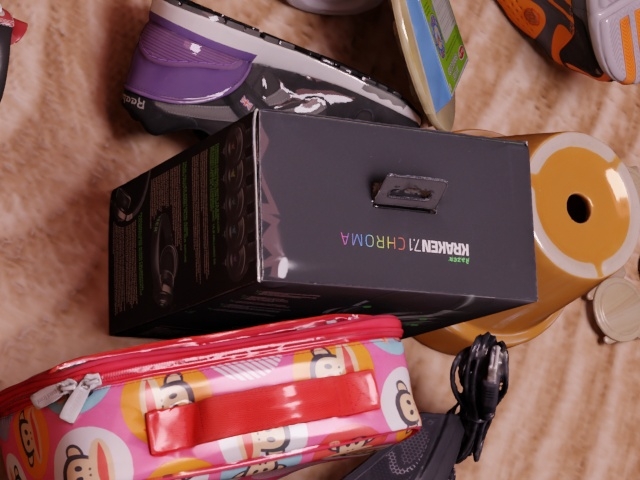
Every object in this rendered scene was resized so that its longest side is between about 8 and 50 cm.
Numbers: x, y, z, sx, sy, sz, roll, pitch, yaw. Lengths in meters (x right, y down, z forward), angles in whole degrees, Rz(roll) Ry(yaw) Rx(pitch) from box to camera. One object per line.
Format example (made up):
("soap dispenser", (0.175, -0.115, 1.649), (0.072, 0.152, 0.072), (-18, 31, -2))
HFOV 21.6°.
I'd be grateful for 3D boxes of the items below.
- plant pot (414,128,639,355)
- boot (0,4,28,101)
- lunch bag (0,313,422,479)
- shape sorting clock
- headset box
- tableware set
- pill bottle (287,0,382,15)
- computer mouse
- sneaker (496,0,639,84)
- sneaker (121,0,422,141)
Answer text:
("plant pot", (0.173, -0.011, 1.480), (0.205, 0.188, 0.205), (7, 75, -29))
("boot", (-0.319, -0.215, 1.304), (0.176, 0.088, 0.244), (-6, 90, -32))
("lunch bag", (-0.080, 0.132, 1.249), (0.293, 0.258, 0.120), (-8, 82, -25))
("shape sorting clock", (0.088, -0.196, 1.500), (0.206, 0.040, 0.206), (-15, 90, -74))
("headset box", (0.000, 0.000, 1.322), (0.246, 0.283, 0.131), (5, 76, -29))
("tableware set", (0.294, 0.013, 1.645), (0.141, 0.020, 0.168), (-29, 92, -33))
("pill bottle", (0.014, -0.296, 1.509), (0.094, 0.094, 0.169), (9, 74, -28))
("computer mouse", (0.070, 0.211, 1.385), (0.072, 0.188, 0.272), (40, 64, 21))
("sneaker", (0.219, -0.303, 1.565), (0.125, 0.180, 0.321), (-22, 117, -31))
("sneaker", (-0.046, -0.112, 1.449), (0.283, 0.107, 0.124), (18, 99, -33))
